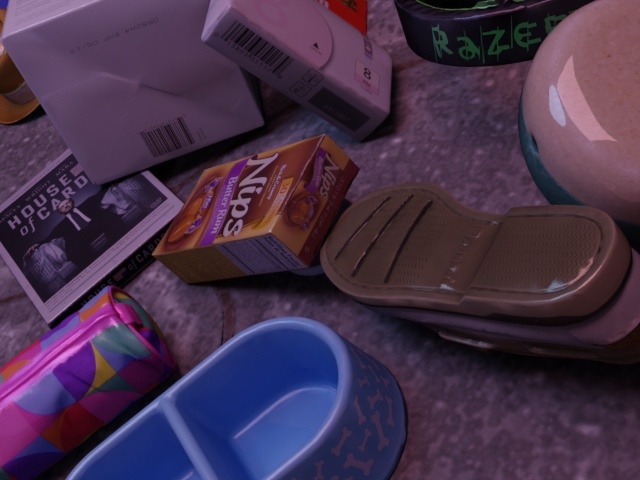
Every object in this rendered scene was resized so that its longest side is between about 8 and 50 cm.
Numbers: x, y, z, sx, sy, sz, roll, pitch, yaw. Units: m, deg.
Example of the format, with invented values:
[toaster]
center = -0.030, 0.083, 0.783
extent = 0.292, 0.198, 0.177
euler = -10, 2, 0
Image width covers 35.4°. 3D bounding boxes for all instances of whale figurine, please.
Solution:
[whale figurine]
center = 0.277, -0.092, 0.738
extent = 0.272, 0.141, 0.216
euler = -15, 66, -10

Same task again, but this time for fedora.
[fedora]
center = -0.407, -0.248, 1.296
extent = 0.194, 0.079, 0.194
euler = -13, 67, 33

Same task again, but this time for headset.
[headset]
center = 0.206, -0.298, 0.912
extent = 0.243, 0.185, 0.394
euler = -3, 35, 30

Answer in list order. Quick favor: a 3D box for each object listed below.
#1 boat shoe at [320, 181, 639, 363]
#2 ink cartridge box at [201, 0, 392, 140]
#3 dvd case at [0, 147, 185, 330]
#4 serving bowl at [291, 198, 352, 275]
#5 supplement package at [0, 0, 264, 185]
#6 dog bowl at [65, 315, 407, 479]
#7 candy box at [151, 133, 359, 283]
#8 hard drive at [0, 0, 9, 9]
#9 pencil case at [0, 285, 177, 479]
[boat shoe]
center = 0.111, 0.032, 0.732
extent = 0.113, 0.103, 0.302
euler = -54, 30, -13
[ink cartridge box]
center = -0.014, -0.231, 0.988
extent = 0.066, 0.189, 0.232
euler = -36, 35, 42
[dvd case]
center = -0.253, -0.020, 1.065
extent = 0.179, 0.029, 0.239
euler = -42, 43, -9
[serving bowl]
center = 0.000, 0.000, 0.886
extent = 0.083, 0.027, 0.083
euler = -18, 44, 18
[supplement package]
center = -0.194, -0.237, 1.079
extent = 0.199, 0.198, 0.262
euler = -19, 41, 6
[dog bowl]
center = -0.077, 0.172, 0.744
extent = 0.297, 0.074, 0.166
euler = -38, 42, -5
[candy box]
center = -0.061, -0.024, 0.891
extent = 0.187, 0.053, 0.109
euler = -9, 46, 49
[hard drive]
center = -0.359, -0.336, 1.413
extent = 0.319, 0.040, 0.210
euler = 10, 58, 38
[pencil case]
center = -0.239, 0.140, 0.858
extent = 0.236, 0.104, 0.104
euler = -38, 42, -5
